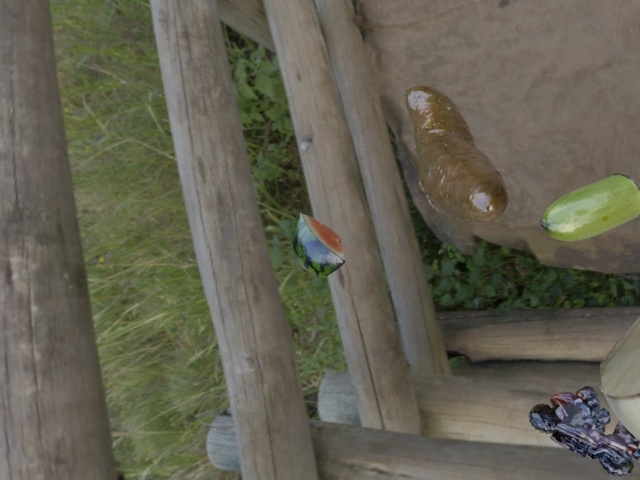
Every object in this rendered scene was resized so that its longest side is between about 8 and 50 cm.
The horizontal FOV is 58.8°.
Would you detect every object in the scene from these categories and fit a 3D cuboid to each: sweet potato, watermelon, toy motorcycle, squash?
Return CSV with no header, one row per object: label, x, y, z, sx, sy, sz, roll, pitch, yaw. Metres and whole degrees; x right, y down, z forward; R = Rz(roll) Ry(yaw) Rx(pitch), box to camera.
sweet potato,0.168,-0.092,0.724,0.092,0.341,0.114,-16,124,7
watermelon,0.000,0.000,1.122,0.125,0.094,0.135,-23,93,62
toy motorcycle,0.801,0.541,1.578,0.401,0.207,0.134,28,144,29
squash,0.685,-0.071,1.461,0.247,0.132,0.133,-23,75,-7

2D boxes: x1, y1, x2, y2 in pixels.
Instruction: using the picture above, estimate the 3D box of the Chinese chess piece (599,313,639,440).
Chinese chess piece,0.408,0.107,0.569,0.104,0.257,0.257,45,110,11
